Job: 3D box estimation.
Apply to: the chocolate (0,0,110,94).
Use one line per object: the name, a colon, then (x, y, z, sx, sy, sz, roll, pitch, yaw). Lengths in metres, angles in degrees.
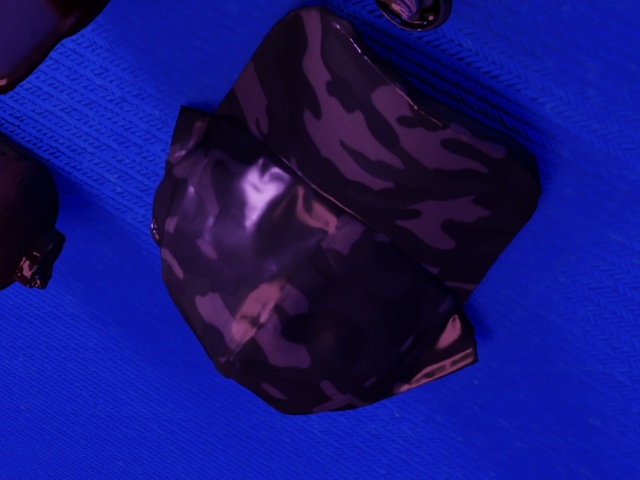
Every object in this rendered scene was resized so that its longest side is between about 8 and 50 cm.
chocolate: (-0.294, -0.231, 1.161, 0.284, 0.186, 0.283, 29, 166, 8)

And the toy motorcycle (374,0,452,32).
toy motorcycle: (0.018, -0.248, 1.020, 0.225, 0.073, 0.152, 37, 145, 0)

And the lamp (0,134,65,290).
lamp: (-0.388, -0.043, 1.573, 0.258, 0.180, 0.180, 34, 147, 2)

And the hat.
hat: (0.000, 0.000, 1.244, 0.366, 0.257, 0.381, 33, 166, 1)
